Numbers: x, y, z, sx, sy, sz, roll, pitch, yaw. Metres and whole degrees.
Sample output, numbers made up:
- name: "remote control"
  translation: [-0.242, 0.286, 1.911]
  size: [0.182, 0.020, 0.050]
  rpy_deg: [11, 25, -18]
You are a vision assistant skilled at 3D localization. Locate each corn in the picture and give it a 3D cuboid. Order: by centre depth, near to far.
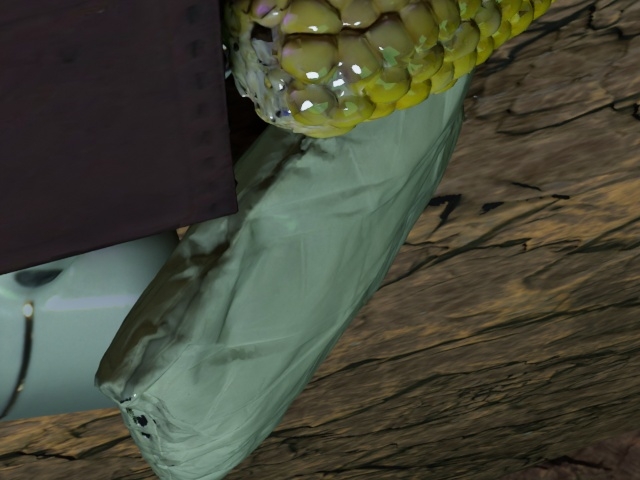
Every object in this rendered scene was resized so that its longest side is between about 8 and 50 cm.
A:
- name: "corn"
  translation: [0.085, -0.136, 0.649]
  size: [0.291, 0.101, 0.101]
  rpy_deg: [-42, 170, -16]

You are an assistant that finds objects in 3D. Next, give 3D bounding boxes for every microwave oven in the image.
- name: "microwave oven"
  translation: [-0.134, -0.095, 0.583]
  size: [0.188, 0.178, 0.247]
  rpy_deg: [-13, 164, -4]

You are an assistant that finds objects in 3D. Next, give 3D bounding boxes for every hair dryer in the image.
- name: "hair dryer"
  translation: [-0.123, -0.027, 0.962]
  size: [0.203, 0.128, 0.362]
  rpy_deg: [-3, 151, -37]

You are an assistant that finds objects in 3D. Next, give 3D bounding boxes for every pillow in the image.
- name: "pillow"
  translation: [-0.001, 0.001, 0.995]
  size: [0.274, 0.076, 0.281]
  rpy_deg: [-53, 169, -13]
